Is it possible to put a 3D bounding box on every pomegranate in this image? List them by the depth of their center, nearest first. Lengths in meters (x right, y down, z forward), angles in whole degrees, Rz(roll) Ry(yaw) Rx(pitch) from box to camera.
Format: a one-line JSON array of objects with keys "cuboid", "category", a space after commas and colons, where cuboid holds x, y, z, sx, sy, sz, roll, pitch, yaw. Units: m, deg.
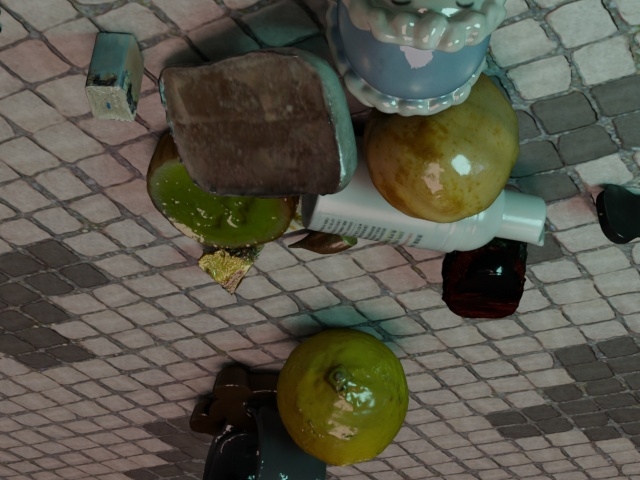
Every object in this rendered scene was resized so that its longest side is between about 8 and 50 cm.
[{"cuboid": [0.156, -0.122, 1.491, 0.207, 0.207, 0.207, 2, 150, 1], "category": "pomegranate"}]

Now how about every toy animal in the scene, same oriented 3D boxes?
[{"cuboid": [0.110, -0.247, 1.330, 0.208, 0.156, 0.204, 3, 154, -6], "category": "toy animal"}]

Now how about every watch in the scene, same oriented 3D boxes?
[{"cuboid": [-0.126, 0.468, 2.414, 0.314, 0.327, 0.335, 19, 147, -24], "category": "watch"}]

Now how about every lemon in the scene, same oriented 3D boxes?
[{"cuboid": [0.044, 0.286, 2.160, 0.253, 0.254, 0.310, 4, 160, 0], "category": "lemon"}]

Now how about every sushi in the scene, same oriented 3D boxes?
[{"cuboid": [0.259, 0.033, 1.837, 0.136, 0.126, 0.225, -1, 156, 4], "category": "sushi"}]

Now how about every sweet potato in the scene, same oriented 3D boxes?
[{"cuboid": [0.000, 0.000, 1.872, 0.117, 0.049, 0.049, -11, 147, 23], "category": "sweet potato"}]

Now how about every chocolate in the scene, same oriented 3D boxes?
[{"cuboid": [-0.070, -0.151, 1.470, 0.100, 0.185, 0.303, -22, -163, -40], "category": "chocolate"}]

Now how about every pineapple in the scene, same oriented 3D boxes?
[{"cuboid": [-0.138, 0.040, 1.938, 0.114, 0.077, 0.114, -35, 139, 29], "category": "pineapple"}]

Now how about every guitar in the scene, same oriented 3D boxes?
[{"cuboid": [0.515, -0.029, 1.755, 0.233, 0.088, 0.025, 6, 152, -23], "category": "guitar"}]

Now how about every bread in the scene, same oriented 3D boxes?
[{"cuboid": [-0.140, -0.080, 1.690, 0.236, 0.070, 0.236, 9, 142, 7], "category": "bread"}]

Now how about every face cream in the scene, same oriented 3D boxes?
[{"cuboid": [0.166, -0.058, 1.664, 0.369, 0.145, 0.145, 8, 150, -11], "category": "face cream"}]

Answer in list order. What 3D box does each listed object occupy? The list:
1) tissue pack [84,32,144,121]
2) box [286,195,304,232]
[{"cuboid": [-0.262, -0.209, 1.489, 0.058, 0.094, 0.074, 1, 147, 5], "category": "tissue pack"}, {"cuboid": [-0.068, -0.051, 1.805, 0.220, 0.032, 0.122, -16, 144, 30], "category": "box"}]
